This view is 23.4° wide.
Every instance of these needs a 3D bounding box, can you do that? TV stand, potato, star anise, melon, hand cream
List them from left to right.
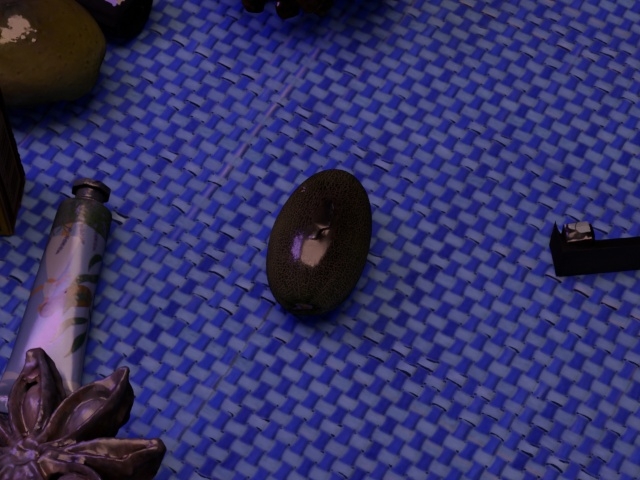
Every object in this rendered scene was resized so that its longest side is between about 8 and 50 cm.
[{"bbox_3d":[-0.354,-0.214,1.651,0.248,0.143,0.169,12,53,-3],"label":"potato"},{"bbox_3d":[-0.253,0.218,1.391,0.236,0.109,0.223,8,48,25],"label":"star anise"},{"bbox_3d":[-0.252,0.058,1.532,0.088,0.055,0.256,8,64,5],"label":"hand cream"},{"bbox_3d":[0.000,0.000,1.538,0.099,0.099,0.162,13,59,8],"label":"melon"},{"bbox_3d":[0.365,-0.003,1.572,0.256,0.049,0.040,-5,56,-3],"label":"TV stand"}]

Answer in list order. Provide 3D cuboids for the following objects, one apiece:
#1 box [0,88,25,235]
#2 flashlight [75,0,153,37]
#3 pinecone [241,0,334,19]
[{"bbox_3d":[-0.407,-0.118,1.487,0.193,0.301,0.084,2,59,1],"label":"box"},{"bbox_3d":[-0.377,-0.341,1.754,0.424,0.103,0.103,26,61,14],"label":"flashlight"},{"bbox_3d":[-0.025,-0.357,1.693,0.264,0.264,0.264,0,57,0],"label":"pinecone"}]
